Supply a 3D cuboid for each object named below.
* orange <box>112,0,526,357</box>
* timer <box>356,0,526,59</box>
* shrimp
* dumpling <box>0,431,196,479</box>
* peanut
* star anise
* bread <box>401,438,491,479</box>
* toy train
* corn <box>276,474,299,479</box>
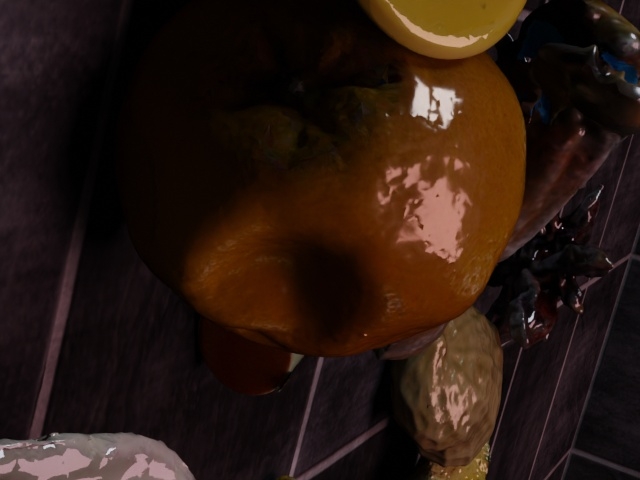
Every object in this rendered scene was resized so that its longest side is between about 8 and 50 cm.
[{"bbox_3d":[0.001,-0.062,0.798,0.183,0.249,0.249,90,25,-65],"label":"orange"},{"bbox_3d":[0.120,-0.317,0.770,0.387,0.376,0.376,-24,133,-36],"label":"timer"},{"bbox_3d":[0.125,-0.035,0.987,0.221,0.110,0.446,-52,174,-25],"label":"shrimp"},{"bbox_3d":[-0.199,0.269,0.700,0.341,0.181,0.260,-46,143,17],"label":"dumpling"},{"bbox_3d":[0.151,0.164,1.596,0.233,0.110,0.197,49,51,-67],"label":"peanut"},{"bbox_3d":[0.267,0.031,1.702,0.283,0.129,0.212,170,-76,-74],"label":"star anise"},{"bbox_3d":[0.138,0.344,1.684,0.174,0.133,0.252,-51,-153,37],"label":"bread"},{"bbox_3d":[0.000,0.000,1.070,0.285,0.116,0.177,-50,164,-48],"label":"toy train"},{"bbox_3d":[-0.046,0.322,1.276,0.068,0.068,0.207,7,99,-70],"label":"corn"}]
